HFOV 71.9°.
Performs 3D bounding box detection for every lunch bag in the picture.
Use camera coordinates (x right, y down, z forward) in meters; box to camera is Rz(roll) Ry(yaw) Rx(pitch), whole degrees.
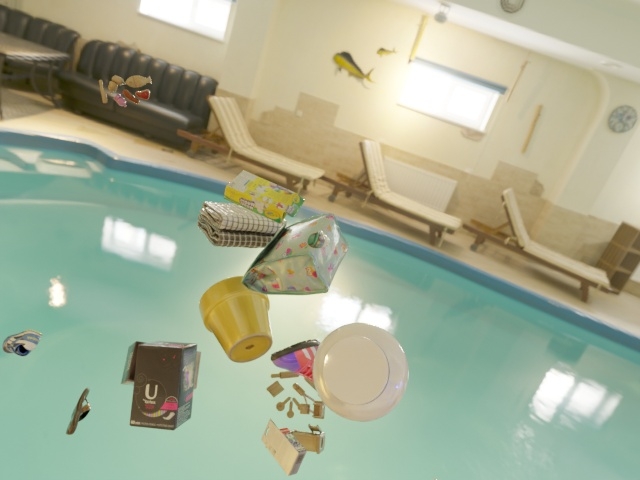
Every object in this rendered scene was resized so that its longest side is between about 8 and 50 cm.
[{"bbox_3d":[-0.080,0.046,1.265,0.262,0.160,0.223,-10,29,29],"label":"lunch bag"}]

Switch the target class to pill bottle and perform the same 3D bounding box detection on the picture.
[{"bbox_3d":[0.071,0.214,0.722,0.146,0.146,0.264,25,-10,17],"label":"pill bottle"}]

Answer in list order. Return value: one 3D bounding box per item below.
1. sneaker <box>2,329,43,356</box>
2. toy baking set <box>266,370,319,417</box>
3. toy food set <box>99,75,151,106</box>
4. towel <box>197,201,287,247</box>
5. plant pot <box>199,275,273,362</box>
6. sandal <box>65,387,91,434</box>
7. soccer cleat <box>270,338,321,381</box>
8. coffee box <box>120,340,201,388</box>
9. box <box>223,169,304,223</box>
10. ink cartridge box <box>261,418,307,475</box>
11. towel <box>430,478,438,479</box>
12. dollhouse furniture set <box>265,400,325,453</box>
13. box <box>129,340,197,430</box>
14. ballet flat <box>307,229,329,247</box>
[{"bbox_3d":[-0.849,0.297,1.241,0.053,0.144,0.059,42,33,-44],"label":"sneaker"},{"bbox_3d":[-0.096,0.629,1.828,0.256,0.030,0.196,-1,52,-27],"label":"toy baking set"},{"bbox_3d":[-0.486,-0.376,1.113,0.122,0.077,0.019,-3,27,-10],"label":"toy food set"},{"bbox_3d":[-0.273,-0.047,1.493,0.235,0.121,0.284,2,13,-30],"label":"towel"},{"bbox_3d":[-0.288,0.298,1.598,0.254,0.254,0.239,5,40,-35],"label":"plant pot"},{"bbox_3d":[-0.957,0.688,1.771,0.060,0.090,0.219,26,12,-24],"label":"sandal"},{"bbox_3d":[-0.018,0.344,1.225,0.318,0.109,0.116,23,48,-58],"label":"soccer cleat"},{"bbox_3d":[-0.696,0.559,1.942,0.297,0.119,0.168,20,56,-33],"label":"coffee box"},{"bbox_3d":[-0.136,-0.106,1.103,0.179,0.043,0.105,23,36,5],"label":"box"},{"bbox_3d":[-0.084,0.463,0.997,0.029,0.062,0.115,13,14,-45],"label":"ink cartridge box"},{"bbox_3d":[0.287,0.994,1.549,0.332,0.053,0.317,-22,1,8],"label":"towel"},{"bbox_3d":[-0.077,0.625,1.506,0.182,0.160,0.101,2,-17,12],"label":"dollhouse furniture set"},{"bbox_3d":[-0.540,0.496,1.535,0.165,0.270,0.143,2,-7,6],"label":"box"},{"bbox_3d":[0.000,0.000,0.965,0.041,0.041,0.114,16,-3,-10],"label":"ballet flat"}]
